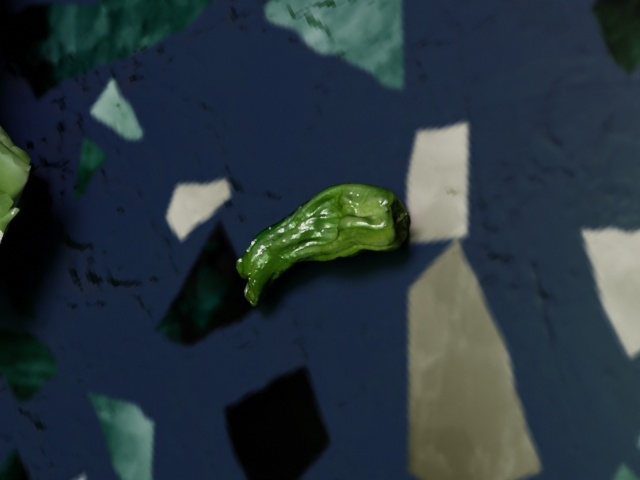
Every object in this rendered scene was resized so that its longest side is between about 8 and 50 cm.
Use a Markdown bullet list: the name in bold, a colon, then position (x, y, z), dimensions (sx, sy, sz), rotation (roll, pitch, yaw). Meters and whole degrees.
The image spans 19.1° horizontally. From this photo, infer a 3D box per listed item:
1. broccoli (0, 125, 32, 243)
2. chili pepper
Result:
- **broccoli**: position (-0.250, -0.060, 0.874), dimensions (0.241, 0.261, 0.269), rotation (26, 103, -7)
- **chili pepper**: position (-0.001, -0.001, 0.802), dimensions (0.091, 0.030, 0.034), rotation (-22, 97, 30)
